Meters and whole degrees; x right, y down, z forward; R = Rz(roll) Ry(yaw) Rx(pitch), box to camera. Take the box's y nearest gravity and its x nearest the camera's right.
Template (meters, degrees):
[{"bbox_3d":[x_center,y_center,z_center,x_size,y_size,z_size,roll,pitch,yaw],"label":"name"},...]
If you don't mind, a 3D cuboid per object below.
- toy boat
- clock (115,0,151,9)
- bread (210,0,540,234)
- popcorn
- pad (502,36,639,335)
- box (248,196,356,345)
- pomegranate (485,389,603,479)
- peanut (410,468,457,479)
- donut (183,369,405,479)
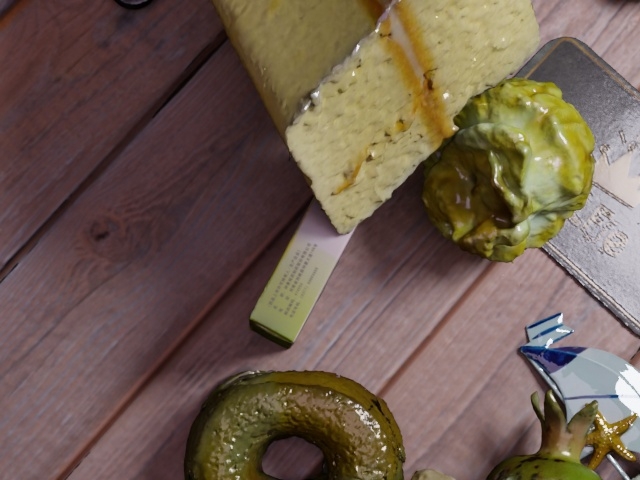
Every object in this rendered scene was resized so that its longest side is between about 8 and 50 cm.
[{"bbox_3d":[0.352,0.218,1.339,0.221,0.067,0.291,-35,72,-3],"label":"toy boat"},{"bbox_3d":[-0.245,-0.474,1.411,0.279,0.049,0.273,42,81,4],"label":"clock"},{"bbox_3d":[0.029,-0.291,1.185,0.346,0.242,0.405,-35,61,2],"label":"bread"},{"bbox_3d":[0.216,-0.085,1.283,0.184,0.221,0.204,-18,50,-38],"label":"popcorn"},{"bbox_3d":[0.350,-0.051,1.366,0.375,0.063,0.315,42,82,5],"label":"pad"},{"bbox_3d":[0.001,0.000,1.285,0.062,0.175,0.260,29,82,1],"label":"box"},{"bbox_3d":[0.258,0.280,1.241,0.156,0.156,0.220,0,89,-3],"label":"pomegranate"},{"bbox_3d":[0.154,0.372,1.274,0.090,0.098,0.214,-17,82,-21],"label":"peanut"},{"bbox_3d":[-0.032,0.268,1.280,0.272,0.107,0.271,0,80,-1],"label":"donut"}]
